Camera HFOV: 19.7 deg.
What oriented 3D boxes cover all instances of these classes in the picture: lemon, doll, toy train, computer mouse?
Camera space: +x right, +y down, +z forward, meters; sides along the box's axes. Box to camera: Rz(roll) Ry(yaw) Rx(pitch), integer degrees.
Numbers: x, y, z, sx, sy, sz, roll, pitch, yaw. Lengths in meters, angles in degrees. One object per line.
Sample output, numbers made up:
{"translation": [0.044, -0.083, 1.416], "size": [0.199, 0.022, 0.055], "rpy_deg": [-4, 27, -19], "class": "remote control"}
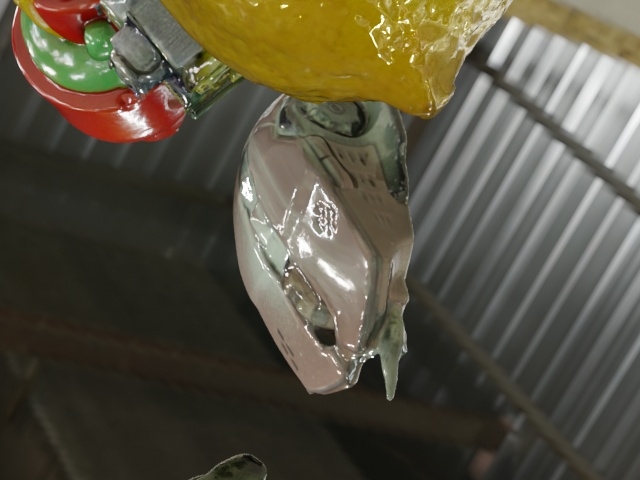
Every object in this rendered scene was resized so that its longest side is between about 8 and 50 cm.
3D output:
{"translation": [-0.003, -0.169, 0.858], "size": [0.188, 0.188, 0.257], "rpy_deg": [-2, -122, -60], "class": "lemon"}
{"translation": [-0.198, -0.185, 1.732], "size": [0.183, 0.160, 0.363], "rpy_deg": [63, -177, 26], "class": "doll"}
{"translation": [-0.059, -0.212, 1.416], "size": [0.134, 0.261, 0.177], "rpy_deg": [50, 178, -3], "class": "toy train"}
{"translation": [-0.006, -0.002, 1.537], "size": [0.114, 0.199, 0.389], "rpy_deg": [8, -141, -17], "class": "computer mouse"}

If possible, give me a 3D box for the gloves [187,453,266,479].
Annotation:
{"translation": [-0.141, 0.253, 1.333], "size": [0.135, 0.268, 0.107], "rpy_deg": [38, 169, 35], "class": "gloves"}
